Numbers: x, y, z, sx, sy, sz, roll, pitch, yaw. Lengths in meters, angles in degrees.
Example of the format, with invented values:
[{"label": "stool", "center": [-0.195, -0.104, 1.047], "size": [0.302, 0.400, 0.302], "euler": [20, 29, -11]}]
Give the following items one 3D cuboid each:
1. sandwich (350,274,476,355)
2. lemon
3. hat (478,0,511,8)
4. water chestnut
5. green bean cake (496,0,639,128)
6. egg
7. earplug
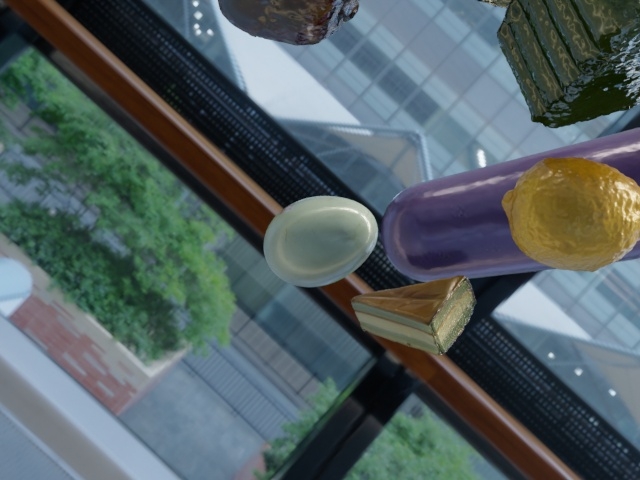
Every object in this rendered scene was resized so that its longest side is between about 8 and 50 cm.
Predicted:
[{"label": "sandwich", "center": [0.148, 0.103, 1.260], "size": [0.163, 0.113, 0.079], "euler": [12, -45, 43]}, {"label": "lemon", "center": [0.319, -0.032, 0.978], "size": [0.187, 0.142, 0.142], "euler": [3, -6, 9]}, {"label": "hat", "center": [0.373, -0.515, 1.480], "size": [0.265, 0.265, 0.128], "euler": [44, -1, 17]}, {"label": "water chestnut", "center": [-0.045, -0.453, 1.236], "size": [0.244, 0.289, 0.289], "euler": [-3, 35, -40]}, {"label": "green bean cake", "center": [0.408, -0.316, 1.020], "size": [0.319, 0.335, 0.218], "euler": [107, -33, -72]}, {"label": "egg", "center": [0.000, 0.000, 1.616], "size": [0.183, 0.264, 0.182], "euler": [24, 59, -46]}, {"label": "earplug", "center": [0.326, -0.042, 1.318], "size": [0.215, 0.456, 0.215], "euler": [-10, 90, -82]}]
